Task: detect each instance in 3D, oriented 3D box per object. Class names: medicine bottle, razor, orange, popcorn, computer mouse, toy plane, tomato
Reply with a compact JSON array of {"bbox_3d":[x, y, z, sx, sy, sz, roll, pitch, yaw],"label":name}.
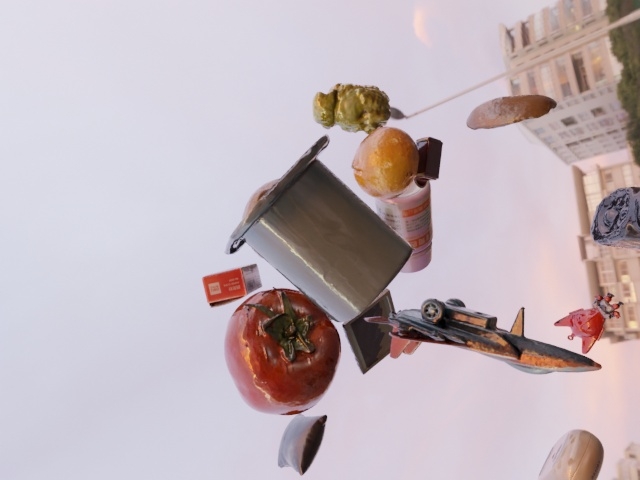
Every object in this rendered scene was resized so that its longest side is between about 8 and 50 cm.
[{"bbox_3d":[0.342,-0.067,1.651,0.219,0.219,0.388,-56,-35,-37],"label":"medicine bottle"},{"bbox_3d":[0.638,-0.009,0.653,0.189,0.326,0.107,52,-126,-74],"label":"razor"},{"bbox_3d":[0.195,-0.232,1.231,0.193,0.219,0.219,10,-107,-24],"label":"orange"},{"bbox_3d":[0.115,-0.491,1.509,0.225,0.285,0.174,-83,-3,-64],"label":"popcorn"},{"bbox_3d":[0.533,0.483,0.868,0.145,0.082,0.237,-48,-35,-21],"label":"computer mouse"},{"bbox_3d":[0.239,0.143,0.635,0.222,0.326,0.105,8,-100,-49],"label":"toy plane"},{"bbox_3d":[-0.117,0.312,1.146,0.341,0.273,0.342,15,-133,-16],"label":"tomato"}]

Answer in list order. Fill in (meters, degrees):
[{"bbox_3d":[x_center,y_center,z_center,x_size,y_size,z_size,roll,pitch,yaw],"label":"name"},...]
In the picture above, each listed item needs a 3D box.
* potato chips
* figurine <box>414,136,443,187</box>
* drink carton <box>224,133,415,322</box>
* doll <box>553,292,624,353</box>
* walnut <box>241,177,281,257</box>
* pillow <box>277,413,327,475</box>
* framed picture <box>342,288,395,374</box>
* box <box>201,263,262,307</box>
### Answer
[{"bbox_3d":[0.470,-0.329,1.015,0.150,0.201,0.049,-48,-49,-30],"label":"potato chips"},{"bbox_3d":[0.318,-0.243,1.289,0.082,0.098,0.154,2,-83,-44],"label":"figurine"},{"bbox_3d":[0.000,0.000,0.542,0.189,0.191,0.185,46,-111,-3],"label":"drink carton"},{"bbox_3d":[0.729,0.214,1.102,0.057,0.169,0.109,-2,-137,-36],"label":"doll"},{"bbox_3d":[-0.129,-0.077,1.463,0.313,0.277,0.252,-40,-38,-30],"label":"walnut"},{"bbox_3d":[-0.063,0.653,1.330,0.106,0.250,0.186,31,-120,-8],"label":"pillow"},{"bbox_3d":[0.176,0.302,1.326,0.192,0.018,0.265,-35,-52,-17],"label":"framed picture"},{"bbox_3d":[-0.271,0.136,1.281,0.182,0.133,0.099,-17,-88,-84],"label":"box"}]
